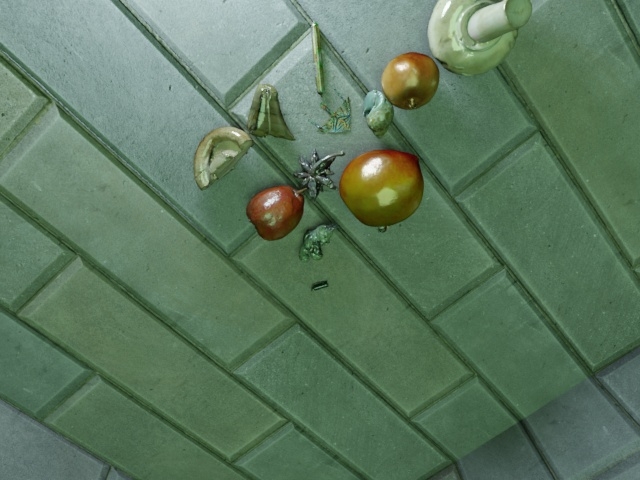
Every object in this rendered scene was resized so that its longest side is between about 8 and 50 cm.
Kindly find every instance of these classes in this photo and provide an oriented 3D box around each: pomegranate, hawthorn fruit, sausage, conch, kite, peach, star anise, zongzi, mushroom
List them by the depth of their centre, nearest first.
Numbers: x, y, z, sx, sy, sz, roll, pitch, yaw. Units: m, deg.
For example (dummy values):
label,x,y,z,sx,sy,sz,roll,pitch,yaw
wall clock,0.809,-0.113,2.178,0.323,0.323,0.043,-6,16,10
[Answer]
label,x,y,z,sx,sy,sz,roll,pitch,yaw
mushroom,0.550,-0.753,1.600,0.315,0.315,0.356,33,142,-17
pomegranate,0.330,-0.577,1.686,0.209,0.209,0.209,-2,114,-4
sausage,-0.010,-0.664,1.709,0.033,0.033,0.269,-7,115,-1
zongzi,-0.167,-0.476,1.751,0.197,0.099,0.194,9,114,-20
conch,0.226,-0.483,1.773,0.116,0.106,0.172,-11,96,38
mushroom,-0.397,-0.332,1.776,0.286,0.156,0.151,-42,91,15
peach,0.243,-0.208,1.790,0.332,0.308,0.308,-34,112,16
kite,0.058,-0.480,1.809,0.160,0.010,0.183,39,106,-19
star anise,-0.010,-0.270,1.831,0.209,0.089,0.231,30,110,14
hawthorn fruit,-0.157,-0.126,1.849,0.262,0.210,0.210,-34,112,3

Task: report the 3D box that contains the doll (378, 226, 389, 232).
label,x,y,z,sx,sy,sz,roll,pitch,yaw
doll,0.283,-0.068,1.999,0.085,0.040,0.058,-18,104,4

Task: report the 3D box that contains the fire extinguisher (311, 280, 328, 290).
label,x,y,z,sx,sy,sz,roll,pitch,yaw
fire extinguisher,-0.007,0.206,2.107,0.083,0.025,0.038,-19,77,4

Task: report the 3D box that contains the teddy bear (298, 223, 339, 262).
label,x,y,z,sx,sy,sz,roll,pitch,yaw
teddy bear,-0.015,-0.009,1.968,0.133,0.111,0.213,-3,136,-49
